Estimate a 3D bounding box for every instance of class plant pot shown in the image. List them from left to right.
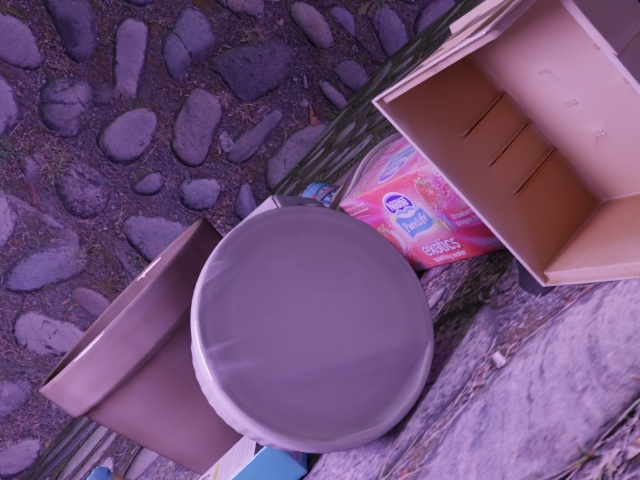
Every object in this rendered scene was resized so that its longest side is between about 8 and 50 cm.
[{"bbox_3d":[-0.175,0.176,1.371,0.323,0.280,0.323,-45,10,10],"label":"plant pot"}]

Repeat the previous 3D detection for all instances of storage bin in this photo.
[{"bbox_3d":[0.219,-0.097,0.884,0.123,0.262,0.260,-46,9,-16],"label":"storage bin"}]

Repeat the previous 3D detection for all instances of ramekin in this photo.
[{"bbox_3d":[-0.020,0.109,1.089,0.273,0.273,0.127,-51,-1,-30],"label":"ramekin"}]

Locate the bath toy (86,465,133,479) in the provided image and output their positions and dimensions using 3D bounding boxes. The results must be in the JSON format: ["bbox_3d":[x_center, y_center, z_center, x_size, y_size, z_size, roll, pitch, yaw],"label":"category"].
[{"bbox_3d":[-0.418,0.492,1.563,0.348,0.129,0.151,-41,11,29],"label":"bath toy"}]

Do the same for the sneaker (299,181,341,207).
[{"bbox_3d":[0.000,0.000,1.866,0.125,0.104,0.262,5,64,28],"label":"sneaker"}]

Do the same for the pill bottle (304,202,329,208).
[{"bbox_3d":[0.031,0.030,1.406,0.108,0.108,0.180,-47,51,-10],"label":"pill bottle"}]

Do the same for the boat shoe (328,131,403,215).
[{"bbox_3d":[0.081,-0.071,1.812,0.324,0.116,0.096,-57,16,-24],"label":"boat shoe"}]

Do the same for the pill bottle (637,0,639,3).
[{"bbox_3d":[0.409,-0.334,1.179,0.323,0.182,0.181,-32,8,-7],"label":"pill bottle"}]

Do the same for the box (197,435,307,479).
[{"bbox_3d":[-0.120,0.320,1.198,0.244,0.060,0.100,-44,10,10],"label":"box"}]

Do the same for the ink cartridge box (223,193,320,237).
[{"bbox_3d":[-0.107,0.053,1.641,0.273,0.114,0.197,-41,-14,17],"label":"ink cartridge box"}]

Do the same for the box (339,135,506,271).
[{"bbox_3d":[0.169,-0.071,1.310,0.142,0.154,0.300,-49,11,-21],"label":"box"}]
